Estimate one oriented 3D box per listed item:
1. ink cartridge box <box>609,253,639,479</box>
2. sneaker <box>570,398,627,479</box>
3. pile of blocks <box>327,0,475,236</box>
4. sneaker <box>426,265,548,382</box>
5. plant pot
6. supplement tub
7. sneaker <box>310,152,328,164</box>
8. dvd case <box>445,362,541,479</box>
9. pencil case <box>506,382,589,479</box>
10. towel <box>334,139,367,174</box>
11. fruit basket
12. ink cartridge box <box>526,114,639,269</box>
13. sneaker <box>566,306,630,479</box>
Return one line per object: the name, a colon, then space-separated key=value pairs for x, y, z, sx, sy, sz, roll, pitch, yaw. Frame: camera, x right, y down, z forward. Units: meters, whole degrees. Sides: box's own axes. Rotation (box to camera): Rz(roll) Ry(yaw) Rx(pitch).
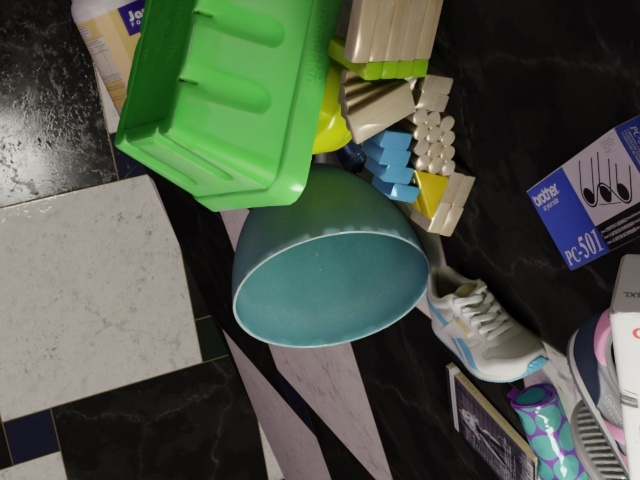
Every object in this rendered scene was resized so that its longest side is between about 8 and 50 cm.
ink cartridge box: x=0.335 y=0.115 z=0.928 sx=0.148 sy=0.086 sz=0.203 roll=1 pitch=127 yaw=24
sneaker: x=0.373 y=0.313 z=1.232 sx=0.282 sy=0.102 sz=0.161 roll=55 pitch=165 yaw=24
pile of blocks: x=0.078 y=-0.158 z=1.282 sx=0.112 sy=0.149 sz=0.362 roll=43 pitch=155 yaw=48
sneaker: x=0.209 y=0.110 z=1.428 sx=0.229 sy=0.087 sz=0.092 roll=34 pitch=146 yaw=55
plant pot: x=0.000 y=0.000 z=1.613 sx=0.290 sy=0.290 sz=0.195 roll=86 pitch=172 yaw=-55
supplement tub: x=-0.292 y=-0.362 z=1.920 sx=0.331 sy=0.241 sz=0.241 roll=67 pitch=163 yaw=-16
sneaker: x=0.006 y=-0.050 z=1.781 sx=0.090 sy=0.145 sz=0.270 roll=27 pitch=106 yaw=63
dvd case: x=0.269 y=0.310 z=1.686 sx=0.221 sy=0.018 sz=0.164 roll=47 pitch=159 yaw=40
pencil case: x=0.301 y=0.264 z=1.431 sx=0.070 sy=0.064 sz=0.151 roll=2 pitch=120 yaw=53
towel: x=0.027 y=-0.156 z=1.652 sx=0.119 sy=0.029 sz=0.067 roll=58 pitch=163 yaw=14
fruit basket: x=-0.046 y=-0.210 z=1.379 sx=0.283 sy=0.392 sz=0.392 roll=-2 pitch=115 yaw=57
ink cartridge box: x=0.276 y=-0.042 z=1.043 sx=0.097 sy=0.046 sz=0.207 roll=62 pitch=164 yaw=6
sneaker: x=0.359 y=0.205 z=1.073 sx=0.319 sy=0.112 sz=0.131 roll=56 pitch=166 yaw=16
